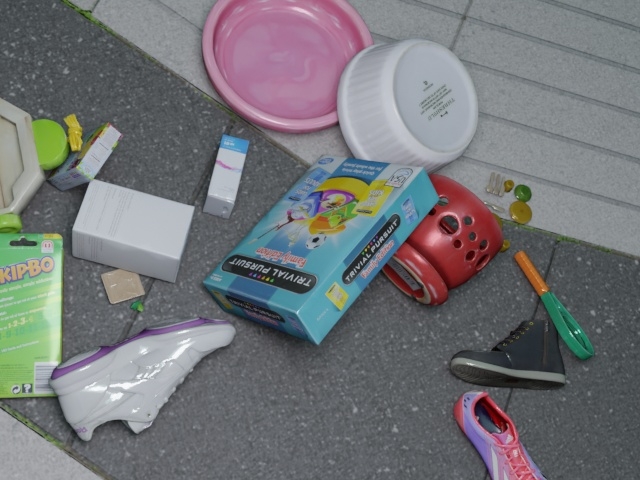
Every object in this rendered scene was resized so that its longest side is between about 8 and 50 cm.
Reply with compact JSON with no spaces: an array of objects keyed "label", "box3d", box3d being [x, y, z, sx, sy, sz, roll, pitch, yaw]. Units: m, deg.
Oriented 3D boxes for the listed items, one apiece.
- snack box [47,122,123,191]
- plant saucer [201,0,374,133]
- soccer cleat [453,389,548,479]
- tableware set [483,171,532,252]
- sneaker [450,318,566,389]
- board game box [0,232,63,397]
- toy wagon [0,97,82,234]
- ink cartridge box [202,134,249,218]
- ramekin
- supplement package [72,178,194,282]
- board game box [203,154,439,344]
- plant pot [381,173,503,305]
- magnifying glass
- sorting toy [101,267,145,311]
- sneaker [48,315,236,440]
[{"label":"snack box","box3d":[-0.400,-0.140,1.509,0.037,0.141,0.100,42,63,-25]},{"label":"plant saucer","box3d":[-0.063,-0.345,1.697,0.332,0.084,0.332,5,68,-12]},{"label":"soccer cleat","box3d":[0.319,0.363,1.515,0.083,0.095,0.248,-32,79,-22]},{"label":"tableware set","box3d":[0.356,-0.051,1.720,0.104,0.024,0.154,20,66,-9]},{"label":"sneaker","box3d":[0.330,0.196,1.596,0.222,0.083,0.118,11,62,-19]},{"label":"board game box","box3d":[-0.475,0.118,1.423,0.124,0.039,0.259,1,86,-13]},{"label":"toy wagon","box3d":[-0.559,-0.129,1.475,0.344,0.068,0.267,-14,74,-7]},{"label":"ink cartridge box","box3d":[-0.168,-0.112,1.581,0.052,0.088,0.122,14,68,-8]},{"label":"ramekin","box3d":[0.171,-0.246,1.638,0.273,0.127,0.273,8,76,-34]},{"label":"supplement package","box3d":[-0.314,-0.014,1.497,0.179,0.105,0.105,16,60,-7]},{"label":"board game box","box3d":[0.000,0.000,1.495,0.336,0.253,0.079,-48,126,-24]},{"label":"plant pot","box3d":[0.197,0.006,1.575,0.191,0.191,0.174,44,76,5]},{"label":"magnifying glass","box3d":[0.431,0.118,1.652,0.092,0.026,0.231,8,46,-59]},{"label":"sorting toy","box3d":[-0.330,0.087,1.510,0.062,0.012,0.083,-16,71,-23]},{"label":"sneaker","box3d":[-0.273,0.218,1.441,0.305,0.114,0.152,-20,97,-21]}]
